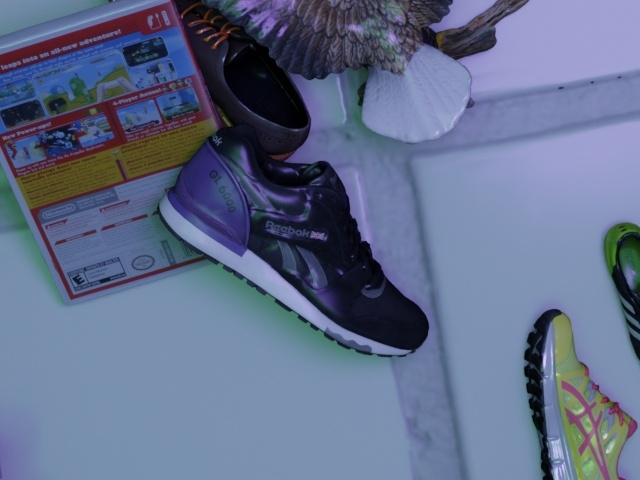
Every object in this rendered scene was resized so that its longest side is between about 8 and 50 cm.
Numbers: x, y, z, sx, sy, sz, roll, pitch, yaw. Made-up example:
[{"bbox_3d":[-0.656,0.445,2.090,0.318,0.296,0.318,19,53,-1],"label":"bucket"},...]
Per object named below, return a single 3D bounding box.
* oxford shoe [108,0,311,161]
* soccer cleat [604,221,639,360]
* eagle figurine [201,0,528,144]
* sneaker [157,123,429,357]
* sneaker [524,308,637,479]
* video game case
[{"bbox_3d":[-0.101,-0.194,1.856,0.271,0.098,0.097,47,69,-5],"label":"oxford shoe"},{"bbox_3d":[0.311,0.068,1.869,0.060,0.072,0.179,-24,92,5],"label":"soccer cleat"},{"bbox_3d":[0.025,-0.244,1.798,0.225,0.298,0.226,6,55,40],"label":"eagle figurine"},{"bbox_3d":[0.000,0.000,1.837,0.283,0.107,0.124,31,109,-16],"label":"sneaker"},{"bbox_3d":[0.248,0.162,1.884,0.094,0.081,0.208,-11,100,-2],"label":"sneaker"},{"bbox_3d":[-0.190,-0.081,1.850,0.204,0.025,0.285,-16,124,5],"label":"video game case"}]
